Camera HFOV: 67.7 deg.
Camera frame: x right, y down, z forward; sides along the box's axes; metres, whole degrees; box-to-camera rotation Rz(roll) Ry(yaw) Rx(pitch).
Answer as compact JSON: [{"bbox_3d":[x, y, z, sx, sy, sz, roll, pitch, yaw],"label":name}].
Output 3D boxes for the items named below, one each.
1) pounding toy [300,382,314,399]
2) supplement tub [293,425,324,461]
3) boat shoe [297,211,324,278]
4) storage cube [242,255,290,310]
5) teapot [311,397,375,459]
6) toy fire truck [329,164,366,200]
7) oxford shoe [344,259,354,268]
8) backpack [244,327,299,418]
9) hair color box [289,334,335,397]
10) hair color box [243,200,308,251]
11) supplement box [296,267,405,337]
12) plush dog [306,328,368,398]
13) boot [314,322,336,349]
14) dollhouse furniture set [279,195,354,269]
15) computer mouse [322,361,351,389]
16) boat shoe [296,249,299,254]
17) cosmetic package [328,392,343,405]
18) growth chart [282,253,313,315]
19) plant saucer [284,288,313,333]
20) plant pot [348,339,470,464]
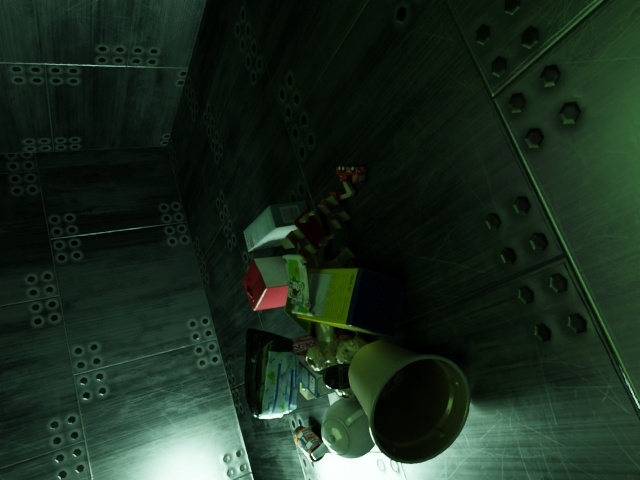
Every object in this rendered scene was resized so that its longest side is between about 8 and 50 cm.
[{"bbox_3d":[-0.051,0.648,2.218,0.100,0.141,0.130,29,123,54],"label":"pounding toy"},{"bbox_3d":[-0.060,1.005,2.378,0.198,0.106,0.106,20,116,56],"label":"supplement tub"},{"bbox_3d":[-0.032,0.030,2.029,0.098,0.109,0.302,19,-114,-73],"label":"boat shoe"},{"bbox_3d":[-0.250,0.209,2.373,0.183,0.215,0.193,61,139,31],"label":"storage cube"},{"bbox_3d":[0.096,0.757,1.898,0.253,0.187,0.256,0,93,41],"label":"teapot"},{"bbox_3d":[0.103,-0.214,1.790,0.192,0.047,0.135,15,111,57],"label":"toy fire truck"},{"bbox_3d":[0.069,0.137,1.927,0.212,0.076,0.076,-41,61,55],"label":"oxford shoe"},{"bbox_3d":[-0.216,0.585,2.058,0.290,0.273,0.355,-2,72,58],"label":"backpack"},{"bbox_3d":[-0.033,0.550,2.126,0.347,0.174,0.105,26,119,55],"label":"hair color box"},{"bbox_3d":[-0.210,-0.062,2.238,0.374,0.185,0.113,-34,69,58],"label":"hair color box"},{"bbox_3d":[0.101,0.216,1.703,0.357,0.195,0.194,-5,68,58],"label":"supplement box"},{"bbox_3d":[0.111,0.459,1.888,0.262,0.210,0.225,47,130,0],"label":"plush dog"},{"bbox_3d":[-0.007,0.371,2.114,0.262,0.095,0.203,5,104,56],"label":"boot"},{"bbox_3d":[0.000,0.000,1.849,0.259,0.262,0.135,51,154,-14],"label":"dollhouse furniture set"},{"bbox_3d":[0.145,0.535,1.787,0.060,0.262,0.184,-76,-23,-83],"label":"computer mouse"},{"bbox_3d":[-0.083,0.108,2.158,0.098,0.096,0.277,40,132,49],"label":"boat shoe"},{"bbox_3d":[0.098,0.757,2.075,0.099,0.060,0.239,-27,75,58],"label":"cosmetic package"},{"bbox_3d":[-0.086,0.162,1.761,0.172,0.021,0.237,-17,81,58],"label":"growth chart"},{"bbox_3d":[-0.075,0.273,2.060,0.188,0.045,0.188,35,122,43],"label":"plant saucer"},{"bbox_3d":[0.245,0.472,1.520,0.305,0.334,0.333,-159,63,-69],"label":"plant pot"}]
